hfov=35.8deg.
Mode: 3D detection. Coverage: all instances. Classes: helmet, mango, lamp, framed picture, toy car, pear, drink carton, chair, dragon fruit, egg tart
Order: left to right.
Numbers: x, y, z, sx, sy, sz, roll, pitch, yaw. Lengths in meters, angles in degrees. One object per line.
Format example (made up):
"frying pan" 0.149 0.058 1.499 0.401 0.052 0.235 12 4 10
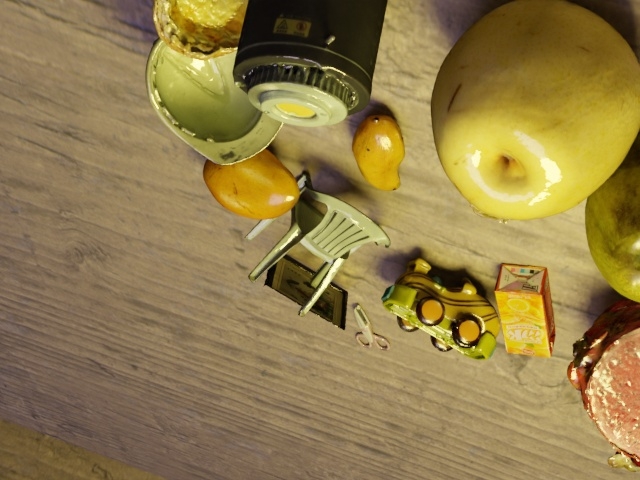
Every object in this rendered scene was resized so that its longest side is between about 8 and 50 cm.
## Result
"egg tart" -0.172 -0.384 1.538 0.090 0.212 0.213 44 165 43
"helmet" -0.187 -0.269 1.708 0.204 0.137 0.257 -34 114 4
"mango" -0.128 -0.111 1.882 0.219 0.112 0.145 24 119 34
"framed picture" -0.027 0.103 2.096 0.195 0.199 0.010 32 111 -9
"lamp" -0.010 -0.308 1.431 0.205 0.272 0.374 10 146 -1
"chair" 0.000 0.000 1.937 0.203 0.190 0.275 34 116 -17
"mango" 0.104 -0.157 1.757 0.098 0.075 0.190 19 153 16
"toy car" 0.254 0.135 1.999 0.248 0.142 0.200 30 169 -6
"drink carton" 0.413 0.144 1.985 0.096 0.071 0.223 5 142 22
"pear" 0.303 -0.185 1.415 0.309 0.309 0.309 15 145 11
"dragon fruit" 0.624 0.241 1.850 0.314 0.263 0.296 -27 97 8
"pear" 0.527 -0.022 1.463 0.287 0.375 0.287 9 110 26

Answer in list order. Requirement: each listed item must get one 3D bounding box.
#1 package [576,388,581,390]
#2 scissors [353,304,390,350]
"package" 0.660 0.304 2.080 0.250 0.062 0.204 21 148 27
"scissors" 0.106 0.203 2.284 0.085 0.022 0.176 8 146 26
